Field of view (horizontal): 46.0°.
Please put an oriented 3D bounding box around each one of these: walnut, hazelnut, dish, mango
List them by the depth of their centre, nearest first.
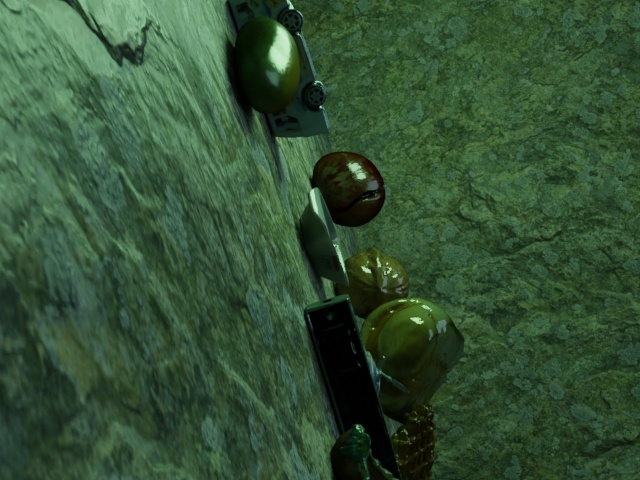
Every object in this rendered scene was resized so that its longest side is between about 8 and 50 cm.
[{"bbox_3d":[-0.094,-0.315,1.371,0.251,0.114,0.157,-100,178,-55],"label":"mango"},{"bbox_3d":[-0.001,-0.009,1.657,0.234,0.064,0.154,69,8,-50],"label":"dish"},{"bbox_3d":[0.136,0.117,1.972,0.213,0.213,0.213,-16,90,-84],"label":"walnut"},{"bbox_3d":[0.070,-0.142,2.204,0.234,0.218,0.218,56,-3,26],"label":"hazelnut"}]

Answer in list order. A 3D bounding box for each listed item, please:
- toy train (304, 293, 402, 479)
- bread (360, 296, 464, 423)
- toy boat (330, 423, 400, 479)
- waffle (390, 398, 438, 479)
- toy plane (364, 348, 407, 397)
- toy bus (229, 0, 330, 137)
[{"bbox_3d":[0.067,0.304,1.371,0.088,0.086,0.407,-106,180,-88],"label":"toy train"},{"bbox_3d":[0.196,0.284,1.869,0.210,0.301,0.341,29,-5,25],"label":"bread"},{"bbox_3d":[0.093,0.402,1.251,0.293,0.099,0.109,55,19,-45],"label":"toy boat"},{"bbox_3d":[0.211,0.513,1.784,0.260,0.069,0.293,-61,149,-33],"label":"waffle"},{"bbox_3d":[0.081,0.337,1.536,0.182,0.107,0.273,17,-78,49],"label":"toy plane"},{"bbox_3d":[-0.078,-0.371,1.571,0.109,0.135,0.330,-96,168,-71],"label":"toy bus"}]
